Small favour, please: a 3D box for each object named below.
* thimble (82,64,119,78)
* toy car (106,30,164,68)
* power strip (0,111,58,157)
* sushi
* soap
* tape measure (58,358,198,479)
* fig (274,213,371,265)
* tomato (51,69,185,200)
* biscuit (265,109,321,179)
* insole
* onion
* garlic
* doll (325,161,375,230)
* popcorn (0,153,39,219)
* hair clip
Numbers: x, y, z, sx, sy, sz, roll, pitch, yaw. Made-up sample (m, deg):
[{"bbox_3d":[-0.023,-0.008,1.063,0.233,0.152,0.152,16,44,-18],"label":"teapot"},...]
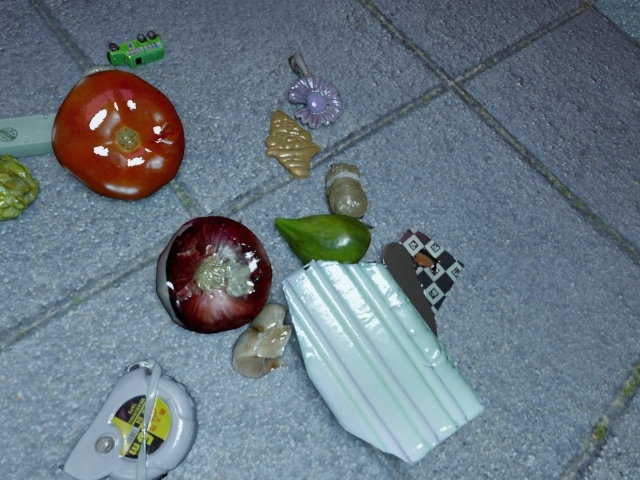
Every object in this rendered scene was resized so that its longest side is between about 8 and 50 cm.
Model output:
[{"bbox_3d":[-0.587,-0.415,1.147,0.115,0.090,0.102,1,64,-10],"label":"thimble"},{"bbox_3d":[-0.548,-0.561,1.239,0.165,0.071,0.063,-31,88,-23],"label":"toy car"},{"bbox_3d":[-0.738,-0.266,1.059,0.384,0.062,0.091,-14,68,-18],"label":"power strip"},{"bbox_3d":[0.224,0.120,1.077,0.192,0.043,0.280,35,77,-1],"label":"sushi"},{"bbox_3d":[0.100,0.232,0.889,0.261,0.156,0.446,-36,85,-1],"label":"soap"},{"bbox_3d":[-0.340,0.363,0.803,0.197,0.120,0.236,24,67,7],"label":"tape measure"},{"bbox_3d":[0.009,0.013,1.028,0.233,0.167,0.167,-7,65,4],"label":"fig"},{"bbox_3d":[-0.482,-0.248,0.996,0.298,0.299,0.226,-24,31,-21],"label":"tomato"},{"bbox_3d":[-0.090,-0.290,1.225,0.162,0.035,0.250,-15,67,-22],"label":"biscuit"},{"bbox_3d":[0.225,0.162,1.039,0.111,0.007,0.328,-12,82,-17],"label":"insole"},{"bbox_3d":[-0.229,0.080,0.950,0.271,0.195,0.273,-1,87,18],"label":"onion"},{"bbox_3d":[-0.123,0.224,0.939,0.123,0.099,0.175,14,57,17],"label":"garlic"},{"bbox_3d":[0.073,-0.108,1.129,0.114,0.105,0.222,9,63,-55],"label":"doll"},{"bbox_3d":[-0.749,-0.126,0.957,0.173,0.142,0.174,-5,69,13],"label":"popcorn"},{"bbox_3d":[-0.035,-0.489,1.307,0.172,0.069,0.301,-15,69,-18],"label":"hair clip"}]
